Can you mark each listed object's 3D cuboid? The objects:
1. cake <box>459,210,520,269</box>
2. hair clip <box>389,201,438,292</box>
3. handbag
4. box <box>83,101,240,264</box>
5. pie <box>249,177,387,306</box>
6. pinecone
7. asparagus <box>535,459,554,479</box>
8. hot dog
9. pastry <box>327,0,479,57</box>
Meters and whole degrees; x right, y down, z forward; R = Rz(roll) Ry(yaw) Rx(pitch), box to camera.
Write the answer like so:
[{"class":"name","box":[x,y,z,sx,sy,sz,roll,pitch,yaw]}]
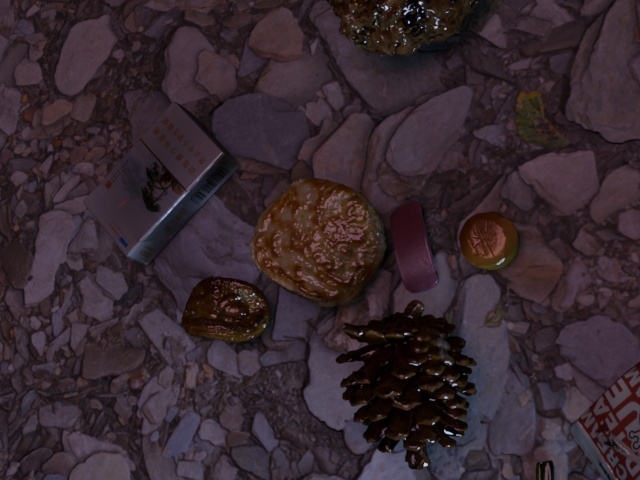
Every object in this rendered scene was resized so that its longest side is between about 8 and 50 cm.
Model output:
[{"class":"cake","box":[0.236,0.000,1.406,0.084,0.044,0.084,-8,72,25]},{"class":"hair clip","box":[0.134,0.007,1.464,0.054,0.022,0.137,-19,67,22]},{"class":"handbag","box":[0.452,0.202,1.192,0.298,0.151,0.171,-39,58,18]},{"class":"box","box":[-0.264,-0.093,1.658,0.233,0.067,0.149,-46,59,5]},{"class":"pie","box":[0.000,0.000,1.494,0.205,0.084,0.179,25,87,27]},{"class":"pinecone","box":[0.116,0.192,1.328,0.185,0.168,0.212,-3,74,-19]},{"class":"asparagus","box":[0.289,0.396,1.270,0.023,0.022,0.233,8,70,-19]},{"class":"hot dog","box":[-0.148,0.109,1.541,0.147,0.065,0.099,7,67,29]},{"class":"pastry","box":[0.118,-0.402,1.513,0.275,0.275,0.193,-67,19,-6]}]
